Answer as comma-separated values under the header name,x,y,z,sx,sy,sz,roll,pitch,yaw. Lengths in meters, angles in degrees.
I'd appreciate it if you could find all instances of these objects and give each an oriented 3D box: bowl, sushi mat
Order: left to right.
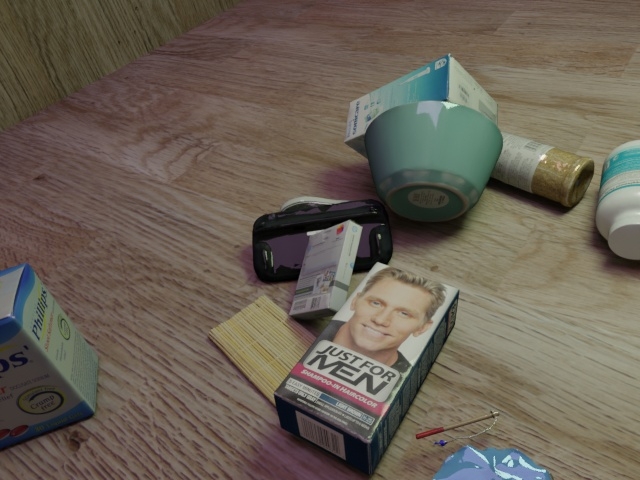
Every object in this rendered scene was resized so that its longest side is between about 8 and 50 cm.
name,x,y,z,sx,sy,sz,roll,pitch,yaw
sushi mat,-0.075,0.223,0.990,0.151,0.019,0.317,-35,45,-25
bowl,0.243,-0.150,1.159,0.312,0.311,0.163,3,67,18

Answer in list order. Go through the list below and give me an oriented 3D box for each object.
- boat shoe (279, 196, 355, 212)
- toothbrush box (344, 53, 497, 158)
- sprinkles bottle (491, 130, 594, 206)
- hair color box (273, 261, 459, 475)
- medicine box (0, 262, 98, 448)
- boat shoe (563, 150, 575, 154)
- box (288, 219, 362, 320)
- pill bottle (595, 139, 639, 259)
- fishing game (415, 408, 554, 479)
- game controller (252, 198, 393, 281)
name,x,y,z,sx,sy,sz,roll,pitch,yaw
boat shoe,0.003,-0.057,1.244,0.220,0.077,0.070,0,42,11
toothbrush box,0.238,-0.279,1.231,0.296,0.216,0.126,-13,60,43
sprinkles bottle,0.464,-0.198,1.254,0.121,0.121,0.355,-36,46,-25
hair color box,0.092,0.197,0.886,0.174,0.105,0.347,18,44,27
medicine box,-0.586,0.221,0.911,0.264,0.289,0.149,-19,41,-7
boat shoe,0.578,-0.204,1.293,0.136,0.050,0.045,14,43,14
box,0.009,0.063,1.031,0.145,0.038,0.186,-21,49,53
pill bottle,0.651,-0.081,1.055,0.146,0.146,0.264,11,46,25
fishing game,0.246,0.377,0.718,0.189,0.041,0.264,-16,49,-4
game controller,0.000,0.000,1.168,0.320,0.067,0.166,-8,75,6
